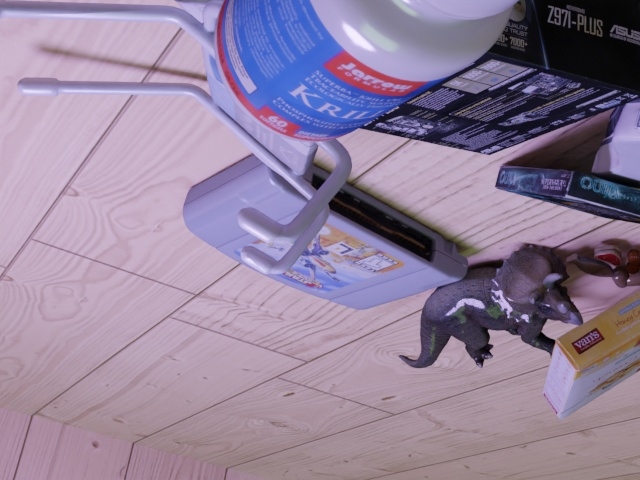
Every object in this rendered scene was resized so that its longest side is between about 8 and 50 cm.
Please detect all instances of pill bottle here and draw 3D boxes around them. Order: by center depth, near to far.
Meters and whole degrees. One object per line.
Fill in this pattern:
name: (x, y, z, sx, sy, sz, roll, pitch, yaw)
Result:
pill bottle: (0.030, -0.138, 0.546, 0.124, 0.124, 0.221, 20, 164, -20)

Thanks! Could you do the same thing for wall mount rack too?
wall mount rack: (-0.121, -0.106, 0.809, 0.304, 0.130, 0.350, 40, 171, 2)

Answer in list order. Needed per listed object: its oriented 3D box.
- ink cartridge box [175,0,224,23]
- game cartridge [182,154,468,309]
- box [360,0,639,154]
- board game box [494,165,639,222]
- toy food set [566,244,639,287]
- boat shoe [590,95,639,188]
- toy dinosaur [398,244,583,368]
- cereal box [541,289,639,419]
ink cartridge box: (0.032, -0.222, 0.675, 0.308, 0.091, 0.385, 0, 169, 19)
game cartridge: (0.000, 0.000, 1.135, 0.297, 0.062, 0.198, 26, 146, -31)
box: (0.114, -0.128, 0.692, 0.147, 0.077, 0.180, 8, 168, -25)
board game box: (0.248, -0.040, 0.894, 0.126, 0.026, 0.186, 14, -177, -10)
toy food set: (0.347, 0.027, 1.104, 0.122, 0.019, 0.078, 24, 151, -28)
boat shoe: (0.277, -0.099, 0.777, 0.108, 0.102, 0.301, 13, 178, 18)
toy dinosaur: (0.207, 0.081, 1.192, 0.313, 0.121, 0.160, -13, 135, 46)
cereal box: (0.345, 0.123, 1.127, 0.173, 0.047, 0.240, -31, 156, -3)
